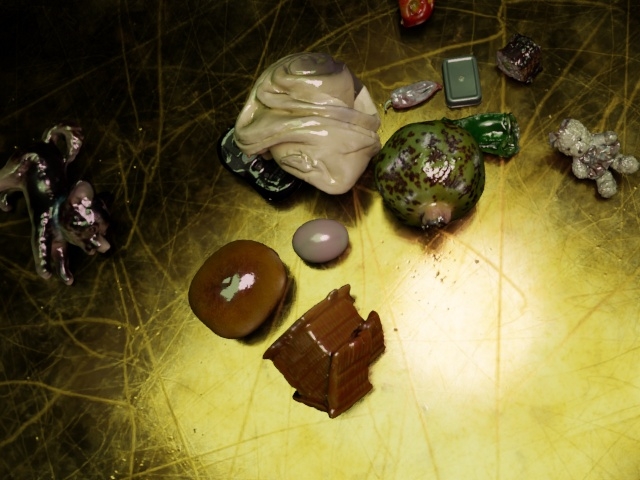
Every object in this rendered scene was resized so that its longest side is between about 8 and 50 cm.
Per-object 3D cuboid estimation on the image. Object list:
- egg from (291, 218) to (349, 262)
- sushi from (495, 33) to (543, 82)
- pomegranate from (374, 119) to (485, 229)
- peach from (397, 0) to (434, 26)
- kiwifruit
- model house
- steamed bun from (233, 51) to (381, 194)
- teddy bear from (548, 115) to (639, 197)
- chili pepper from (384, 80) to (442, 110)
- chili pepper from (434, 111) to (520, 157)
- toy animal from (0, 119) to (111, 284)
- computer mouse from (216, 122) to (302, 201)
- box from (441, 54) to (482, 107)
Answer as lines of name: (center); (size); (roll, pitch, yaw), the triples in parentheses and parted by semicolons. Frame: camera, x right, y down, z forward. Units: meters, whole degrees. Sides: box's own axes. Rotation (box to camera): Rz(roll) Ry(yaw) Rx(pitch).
egg: (0.000, 0.000, 1.742); (0.135, 0.103, 0.103); (-10, 76, 2)
sushi: (0.478, -0.437, 1.794); (0.084, 0.098, 0.094); (-46, 57, -8)
pomegranate: (0.245, -0.136, 1.670); (0.254, 0.254, 0.270); (-2, 60, 7)
peach: (0.235, -0.619, 1.862); (0.092, 0.127, 0.172); (-9, 51, 14)
kiwifruit: (-0.184, 0.106, 1.701); (0.234, 0.196, 0.196); (-43, 75, -10)
model house: (0.029, 0.254, 1.656); (0.199, 0.219, 0.229); (-27, 77, -42)
steamed bun: (-0.022, -0.304, 1.687); (0.347, 0.237, 0.394); (-7, 45, -37)
teddy bear: (0.618, -0.209, 1.701); (0.213, 0.111, 0.133); (38, 123, -3)
chili pepper: (0.227, -0.359, 1.828); (0.153, 0.041, 0.050); (-17, 118, 3)
chili pepper: (0.373, -0.260, 1.776); (0.216, 0.062, 0.108); (14, 73, 11)
toy animal: (-0.626, -0.104, 1.808); (0.302, 0.194, 0.344); (-45, 81, 2)
computer mouse: (-0.143, -0.189, 1.812); (0.233, 0.096, 0.137); (42, 90, 10)
box: (0.345, -0.391, 1.823); (0.091, 0.031, 0.126); (-5, 78, 7)
